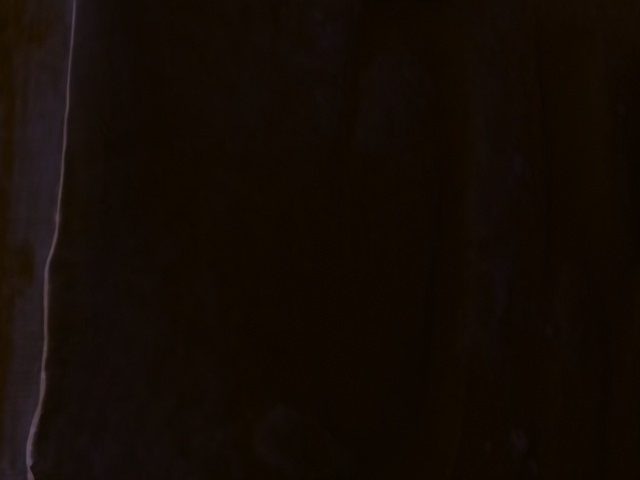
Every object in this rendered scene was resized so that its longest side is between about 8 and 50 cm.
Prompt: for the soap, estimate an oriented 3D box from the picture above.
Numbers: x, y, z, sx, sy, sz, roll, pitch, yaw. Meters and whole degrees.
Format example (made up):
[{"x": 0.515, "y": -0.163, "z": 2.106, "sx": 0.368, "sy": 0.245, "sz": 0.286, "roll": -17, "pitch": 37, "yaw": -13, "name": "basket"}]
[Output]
[{"x": 0.000, "y": 0.000, "z": 0.611, "sx": 0.156, "sy": 0.335, "sz": 0.293, "roll": -3, "pitch": 79, "yaw": 46, "name": "soap"}]
